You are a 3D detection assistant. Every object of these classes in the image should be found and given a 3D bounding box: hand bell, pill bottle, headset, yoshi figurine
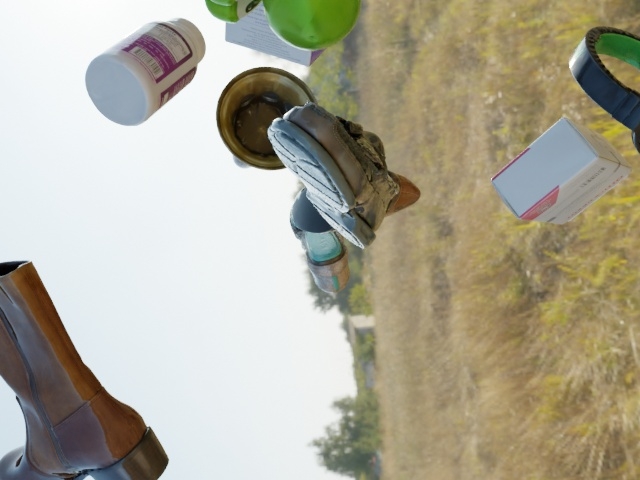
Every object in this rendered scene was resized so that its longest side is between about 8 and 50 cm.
[{"bbox_3d":[-0.087,-0.132,0.941,0.242,0.126,0.126,155,109,-75],"label":"hand bell"},{"bbox_3d":[-0.384,-0.397,1.597,0.301,0.169,0.169,-60,-32,-49],"label":"pill bottle"},{"bbox_3d":[0.577,-0.196,1.156,0.243,0.394,0.185,-43,-14,-45],"label":"headset"},{"bbox_3d":[0.037,-0.348,0.799,0.203,0.362,0.203,36,166,42],"label":"yoshi figurine"}]

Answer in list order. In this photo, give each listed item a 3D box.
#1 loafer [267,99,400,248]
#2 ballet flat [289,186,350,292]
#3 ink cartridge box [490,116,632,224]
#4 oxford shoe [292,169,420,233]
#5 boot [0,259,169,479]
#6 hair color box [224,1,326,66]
[{"bbox_3d":[0.024,-0.071,0.653,0.096,0.084,0.267,40,175,18],"label":"loafer"},{"bbox_3d":[0.000,0.000,1.420,0.316,0.108,0.106,-98,-9,-58],"label":"ballet flat"},{"bbox_3d":[0.533,-0.143,1.540,0.283,0.207,0.117,1,-129,-53],"label":"ink cartridge box"},{"bbox_3d":[0.043,-0.046,0.951,0.076,0.212,0.076,8,-100,-42],"label":"oxford shoe"},{"bbox_3d":[-0.332,0.164,0.762,0.280,0.264,0.096,61,-139,-20],"label":"boot"},{"bbox_3d":[-0.066,-0.509,1.268,0.110,0.185,0.338,-58,-16,-45],"label":"hair color box"}]
